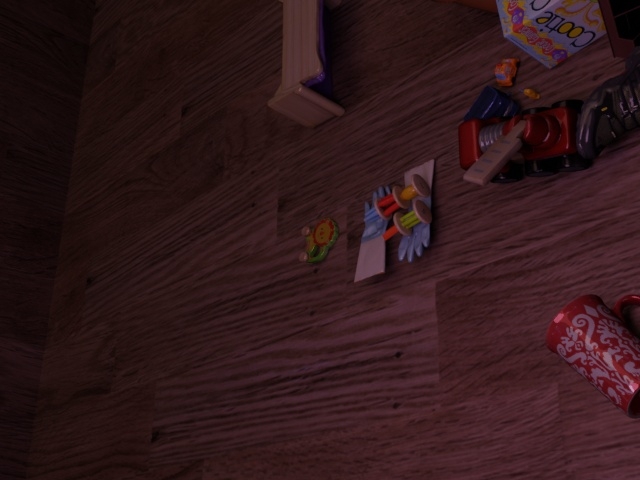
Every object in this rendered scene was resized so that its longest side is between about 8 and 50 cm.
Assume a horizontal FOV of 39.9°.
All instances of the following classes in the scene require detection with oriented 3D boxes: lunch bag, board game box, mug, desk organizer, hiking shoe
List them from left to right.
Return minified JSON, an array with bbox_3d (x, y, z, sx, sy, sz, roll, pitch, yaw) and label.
[{"bbox_3d":[0.328,-0.242,1.667,0.098,0.065,0.067,-55,23,19],"label":"lunch bag"},{"bbox_3d":[0.459,-0.451,1.536,0.275,0.142,0.144,-32,51,39],"label":"board game box"},{"bbox_3d":[0.441,0.160,1.305,0.150,0.113,0.169,-58,42,18],"label":"mug"},{"bbox_3d":[0.502,-0.361,1.449,0.047,0.130,0.050,-43,39,-14],"label":"desk organizer"},{"bbox_3d":[0.504,-0.216,1.403,0.226,0.086,0.114,-52,48,3],"label":"hiking shoe"}]

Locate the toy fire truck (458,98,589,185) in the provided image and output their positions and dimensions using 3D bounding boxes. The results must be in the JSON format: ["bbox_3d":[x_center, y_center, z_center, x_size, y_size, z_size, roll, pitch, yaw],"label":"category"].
[{"bbox_3d":[0.308,-0.155,1.491,0.217,0.246,0.158,-7,82,49],"label":"toy fire truck"}]

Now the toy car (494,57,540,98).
[{"bbox_3d":[0.373,-0.313,1.663,0.122,0.041,0.060,40,105,52],"label":"toy car"}]

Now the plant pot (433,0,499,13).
[{"bbox_3d":[0.319,-0.577,1.716,0.291,0.204,0.290,-27,54,44],"label":"plant pot"}]

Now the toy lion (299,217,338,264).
[{"bbox_3d":[0.000,0.000,1.991,0.096,0.034,0.100,-10,66,40],"label":"toy lion"}]

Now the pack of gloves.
[{"bbox_3d":[0.163,-0.031,1.804,0.195,0.046,0.232,-25,45,42],"label":"pack of gloves"}]

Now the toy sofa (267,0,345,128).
[{"bbox_3d":[-0.014,-0.471,2.126,0.177,0.150,0.362,-23,57,38],"label":"toy sofa"}]

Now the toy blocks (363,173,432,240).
[{"bbox_3d":[0.147,-0.050,1.749,0.148,0.054,0.123,-32,40,34],"label":"toy blocks"}]
